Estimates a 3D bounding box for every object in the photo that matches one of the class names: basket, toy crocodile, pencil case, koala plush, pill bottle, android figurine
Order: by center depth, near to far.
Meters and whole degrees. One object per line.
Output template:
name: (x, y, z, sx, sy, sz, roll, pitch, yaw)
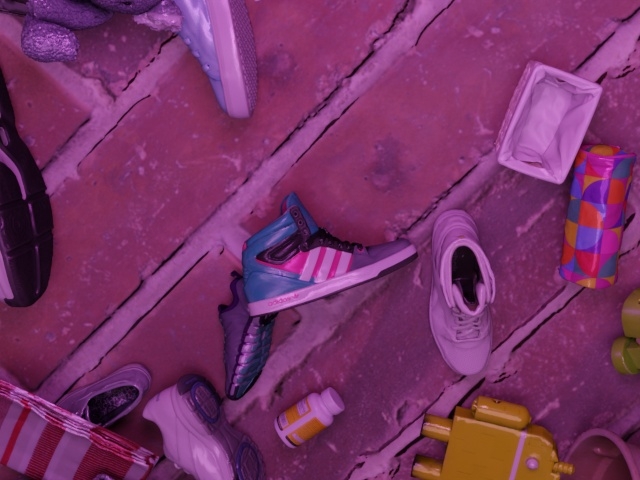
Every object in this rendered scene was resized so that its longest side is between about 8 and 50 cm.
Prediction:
koala plush: (-0.311, -0.376, 1.604, 0.221, 0.203, 0.196, -6, 112, 12)
basket: (0.350, -0.190, 1.739, 0.113, 0.103, 0.167, 19, 109, -3)
pencil case: (0.443, -0.039, 1.790, 0.104, 0.104, 0.236, 5, 110, 2)
toy crocodile: (0.591, 0.234, 1.871, 0.115, 0.105, 0.341, -12, 114, 51)
pill bottle: (-0.018, 0.306, 1.941, 0.116, 0.065, 0.065, -35, 103, 14)
android figurine: (0.300, 0.390, 1.941, 0.272, 0.056, 0.248, 15, 109, 8)

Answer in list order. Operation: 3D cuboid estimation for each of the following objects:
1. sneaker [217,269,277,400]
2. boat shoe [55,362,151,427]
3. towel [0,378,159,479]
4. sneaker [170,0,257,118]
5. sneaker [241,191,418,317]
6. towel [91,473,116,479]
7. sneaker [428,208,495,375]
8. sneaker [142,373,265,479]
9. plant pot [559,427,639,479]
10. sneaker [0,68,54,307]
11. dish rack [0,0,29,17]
sneaker: (-0.138, 0.162, 1.909, 0.098, 0.083, 0.224, 27, 111, 22)
boat shoe: (-0.398, 0.294, 1.950, 0.227, 0.081, 0.079, -33, 104, 12)
towel: (-0.465, 0.371, 1.954, 0.329, 0.037, 0.237, 27, 135, -6)
sneaker: (-0.198, -0.355, 1.709, 0.150, 0.135, 0.366, -13, 97, 13)
sneaker: (0.000, 0.000, 1.817, 0.295, 0.124, 0.178, -18, 89, -14)
towel: (-0.323, 0.556, 1.967, 0.283, 0.121, 0.235, 30, 129, -12)
sneaker: (0.229, 0.113, 1.812, 0.108, 0.169, 0.293, -8, 109, 4)
sneaker: (-0.199, 0.373, 1.968, 0.129, 0.111, 0.297, -24, 102, 27)
plant pot: (0.590, 0.497, 1.865, 0.305, 0.334, 0.334, 8, 109, -12)
sneaker: (-0.607, -0.093, 1.814, 0.257, 0.169, 0.448, -12, 99, 16)
dish rack: (-0.478, -0.481, 1.704, 0.208, 0.074, 0.272, 14, 109, -1)
